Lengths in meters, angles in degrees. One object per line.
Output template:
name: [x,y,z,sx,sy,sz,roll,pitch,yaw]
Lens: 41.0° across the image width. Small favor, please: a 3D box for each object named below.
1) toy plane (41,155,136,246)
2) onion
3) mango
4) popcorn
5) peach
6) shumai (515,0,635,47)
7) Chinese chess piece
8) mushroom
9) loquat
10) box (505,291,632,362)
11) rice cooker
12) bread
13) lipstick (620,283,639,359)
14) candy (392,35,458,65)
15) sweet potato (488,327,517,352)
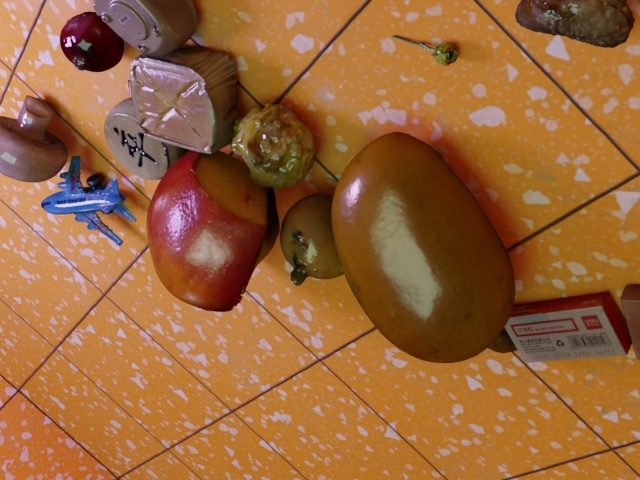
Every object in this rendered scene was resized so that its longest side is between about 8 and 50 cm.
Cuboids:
toy plane: [-0.573,-0.099,2.087,0.271,0.105,0.254,5,129,34]
onion: [-0.456,-0.395,1.712,0.131,0.131,0.131,20,137,20]
mango: [0.179,0.019,1.551,0.300,0.232,0.446,-11,114,35]
popcorn: [-0.092,-0.181,1.642,0.173,0.142,0.173,23,163,8]
peach: [-0.233,-0.017,1.747,0.242,0.306,0.380,19,148,-19]
shumai: [0.361,-0.338,1.151,0.161,0.209,0.153,31,109,30]
Chinese chess piece: [-0.379,-0.218,1.849,0.188,0.083,0.188,21,140,19]
mushroom: [-0.685,-0.241,1.998,0.204,0.204,0.204,20,137,20]
loquat: [0.000,0.000,1.693,0.172,0.205,0.149,39,162,-19]
box: [0.458,0.168,1.618,0.229,0.050,0.123,-14,116,44]
rice cooker: [-0.326,-0.434,1.573,0.206,0.127,0.145,41,140,-16]
bread: [-0.259,-0.284,1.679,0.209,0.110,0.192,14,128,25]
lipstick: [0.572,0.147,1.518,0.045,0.045,0.145,1,129,38]
candy: [0.169,-0.318,1.397,0.123,0.035,0.035,27,152,27]
sweet potato: [0.316,0.159,1.704,0.226,0.068,0.068,45,140,-7]
